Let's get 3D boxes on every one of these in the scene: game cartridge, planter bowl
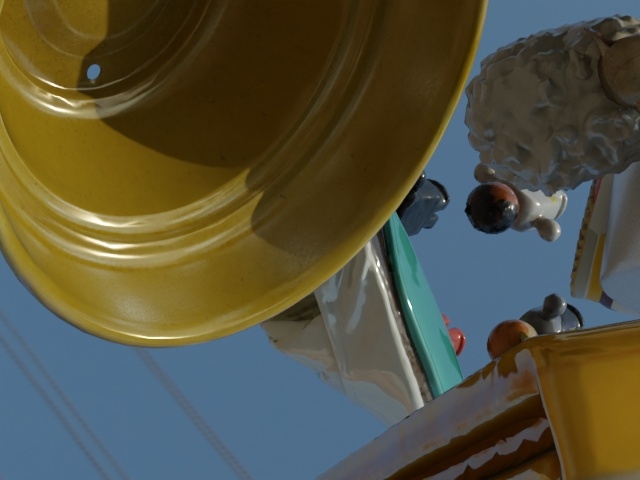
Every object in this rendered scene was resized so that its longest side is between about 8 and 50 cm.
[{"bbox_3d":[0.178,0.050,0.568,0.324,0.285,0.052,-11,-102,-15],"label":"game cartridge"},{"bbox_3d":[-0.048,-0.080,0.600,0.090,0.217,0.217,31,-88,38],"label":"planter bowl"}]

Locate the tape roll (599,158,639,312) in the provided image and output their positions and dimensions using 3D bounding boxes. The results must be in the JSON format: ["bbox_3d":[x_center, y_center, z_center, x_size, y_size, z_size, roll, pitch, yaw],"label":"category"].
[{"bbox_3d":[0.341,0.018,0.928,0.392,0.392,0.072,4,-99,35],"label":"tape roll"}]

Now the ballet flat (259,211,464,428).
[{"bbox_3d":[0.000,0.000,1.239,0.139,0.400,0.139,-14,-147,9],"label":"ballet flat"}]

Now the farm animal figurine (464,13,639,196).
[{"bbox_3d":[0.191,-0.205,0.822,0.327,0.172,0.330,-11,-91,24],"label":"farm animal figurine"}]

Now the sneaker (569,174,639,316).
[{"bbox_3d":[0.215,-0.042,1.117,0.084,0.069,0.185,15,-70,5],"label":"sneaker"}]

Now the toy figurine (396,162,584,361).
[{"bbox_3d":[0.131,0.033,1.693,0.210,0.148,0.213,-2,-85,34],"label":"toy figurine"}]
